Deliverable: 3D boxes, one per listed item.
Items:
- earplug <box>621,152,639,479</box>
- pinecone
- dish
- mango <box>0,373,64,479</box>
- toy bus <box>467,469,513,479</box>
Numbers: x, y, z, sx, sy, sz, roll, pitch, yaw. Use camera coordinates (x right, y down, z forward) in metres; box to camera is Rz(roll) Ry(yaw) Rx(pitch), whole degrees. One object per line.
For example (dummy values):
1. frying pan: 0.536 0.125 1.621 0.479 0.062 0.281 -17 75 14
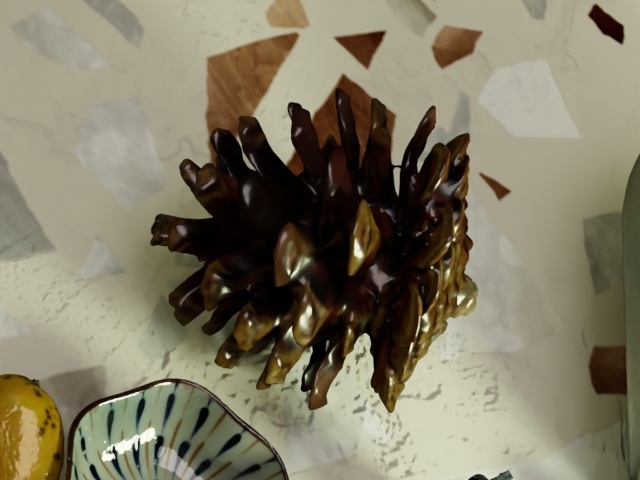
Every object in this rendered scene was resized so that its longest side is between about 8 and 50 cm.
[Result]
1. earplug: 0.421 0.034 1.560 0.312 0.312 0.394 18 55 -24
2. pinecone: -0.004 0.009 1.351 0.264 0.264 0.264 15 57 -25
3. dish: -0.115 0.198 1.281 0.190 0.066 0.191 15 56 -23
4. mango: -0.220 0.149 1.240 0.079 0.057 0.114 5 67 -8
5. toy bus: 0.110 0.231 1.370 0.060 0.123 0.075 -26 84 -39
